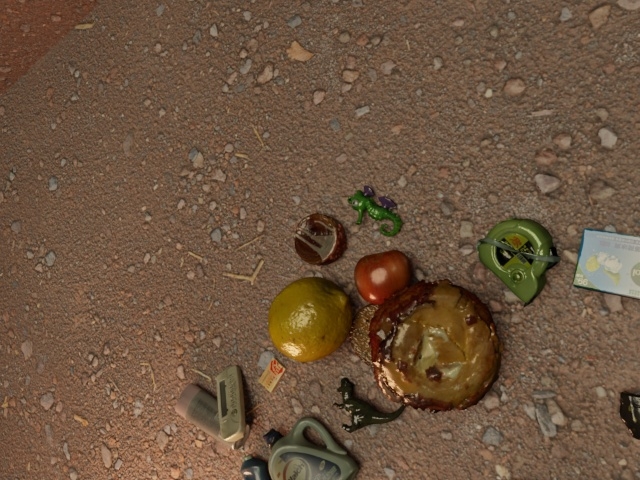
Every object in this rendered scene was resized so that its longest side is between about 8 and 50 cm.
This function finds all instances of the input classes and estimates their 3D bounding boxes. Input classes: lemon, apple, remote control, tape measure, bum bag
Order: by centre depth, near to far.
[{"bbox_3d":[0.771,0.380,1.153,0.232,0.060,0.107,-3,91,30],"label":"bum bag"},{"bbox_3d":[0.488,0.032,1.330,0.200,0.106,0.175,47,120,27],"label":"tape measure"},{"bbox_3d":[0.171,0.101,1.467,0.163,0.163,0.139,-13,85,27],"label":"apple"},{"bbox_3d":[-0.024,0.215,1.519,0.253,0.228,0.228,-46,65,12],"label":"lemon"},{"bbox_3d":[-0.275,0.508,1.683,0.090,0.049,0.230,-35,44,20],"label":"remote control"}]

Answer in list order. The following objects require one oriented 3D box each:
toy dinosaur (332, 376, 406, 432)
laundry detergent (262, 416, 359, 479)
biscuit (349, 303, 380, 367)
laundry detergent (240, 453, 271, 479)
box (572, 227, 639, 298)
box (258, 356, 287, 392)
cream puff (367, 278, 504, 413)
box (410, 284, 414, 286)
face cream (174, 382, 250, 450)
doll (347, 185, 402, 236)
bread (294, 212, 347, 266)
[{"bbox_3d":[0.123,0.438,1.489,0.187,0.087,0.179,47,107,24],"label":"toy dinosaur"},{"bbox_3d":[-0.047,0.627,1.547,0.280,0.105,0.215,36,88,32],"label":"laundry detergent"},{"bbox_3d":[0.168,0.268,1.506,0.187,0.027,0.188,2,95,28],"label":"biscuit"},{"bbox_3d":[-0.185,0.742,1.636,0.096,0.061,0.206,-40,66,28],"label":"laundry detergent"},{"bbox_3d":[0.692,0.057,1.229,0.194,0.073,0.139,11,89,29],"label":"box"},{"bbox_3d":[-0.149,0.419,1.681,0.058,0.015,0.093,36,101,26],"label":"box"},{"bbox_3d":[0.271,0.258,1.338,0.350,0.228,0.351,0,97,-3],"label":"cream puff"},{"bbox_3d":[0.227,0.173,1.500,0.115,0.025,0.048,-40,66,19],"label":"box"},{"bbox_3d":[-0.350,0.566,1.740,0.269,0.073,0.107,22,78,29],"label":"face cream"},{"bbox_3d":[0.155,-0.082,1.559,0.190,0.050,0.115,33,96,26],"label":"doll"},{"bbox_3d":[0.000,0.000,1.620,0.160,0.073,0.161,-6,77,27],"label":"bread"}]
